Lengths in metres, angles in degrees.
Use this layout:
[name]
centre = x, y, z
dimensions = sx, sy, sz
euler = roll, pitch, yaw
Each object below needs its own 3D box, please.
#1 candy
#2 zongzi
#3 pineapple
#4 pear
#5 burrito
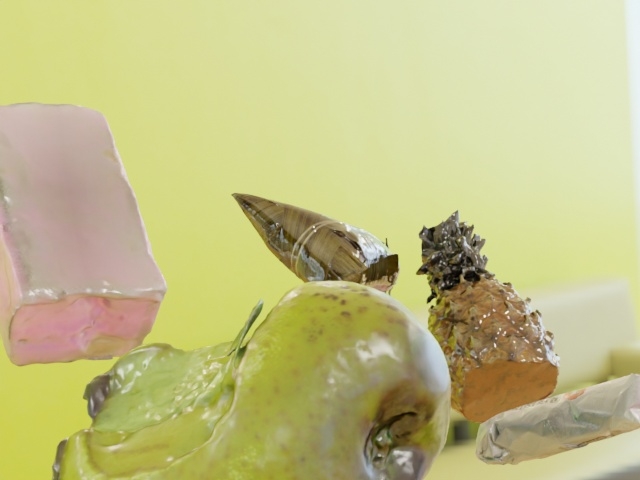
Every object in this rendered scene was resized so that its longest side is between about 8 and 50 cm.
[candy]
centre = -0.264, -0.006, 1.837
dimensions = 0.156, 0.265, 0.115
euler = 0, -42, -28
[zongzi]
centre = 0.000, 0.000, 2.167
dimensions = 0.184, 0.084, 0.187
euler = 38, 12, 18
[pineapple]
centre = 0.184, 0.075, 2.209
dimensions = 0.158, 0.278, 0.157
euler = -11, -37, -9
[pear]
centre = -0.038, 0.145, 1.259
dimensions = 0.255, 0.164, 0.238
euler = -26, 26, 30
[burrito]
centre = 0.248, 0.186, 1.894
dimensions = 0.203, 0.064, 0.064
euler = -21, -5, 29
